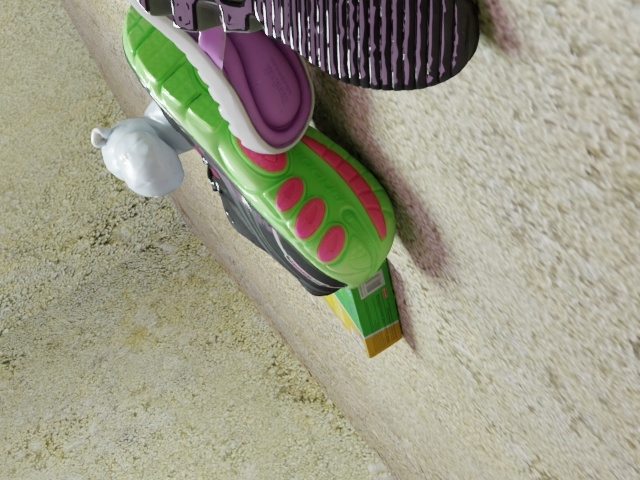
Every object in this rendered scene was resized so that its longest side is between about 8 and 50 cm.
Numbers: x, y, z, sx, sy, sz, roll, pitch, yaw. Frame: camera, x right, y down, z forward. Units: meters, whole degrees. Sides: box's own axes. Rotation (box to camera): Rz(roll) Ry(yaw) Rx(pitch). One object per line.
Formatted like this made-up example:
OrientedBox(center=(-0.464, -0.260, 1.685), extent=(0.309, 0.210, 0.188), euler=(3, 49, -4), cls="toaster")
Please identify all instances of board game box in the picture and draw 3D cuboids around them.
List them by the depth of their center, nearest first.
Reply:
OrientedBox(center=(0.000, 0.000, 1.640), extent=(0.316, 0.064, 0.242), euler=(51, 168, 32), cls="board game box")

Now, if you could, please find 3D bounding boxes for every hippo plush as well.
OrientedBox(center=(-0.265, -0.204, 1.792), extent=(0.294, 0.236, 0.234), euler=(45, 165, 50), cls="hippo plush")

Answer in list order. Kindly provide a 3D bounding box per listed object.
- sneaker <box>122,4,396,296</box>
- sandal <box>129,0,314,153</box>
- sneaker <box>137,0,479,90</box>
OrientedBox(center=(-0.104, -0.121, 1.354), extent=(0.483, 0.185, 0.202), euler=(56, 152, 17), cls="sneaker")
OrientedBox(center=(-0.079, -0.244, 1.083), extent=(0.102, 0.169, 0.416), euler=(13, 156, 31), cls="sandal")
OrientedBox(center=(0.005, -0.217, 0.878), extent=(0.330, 0.146, 0.122), euler=(25, 126, 32), cls="sneaker")
